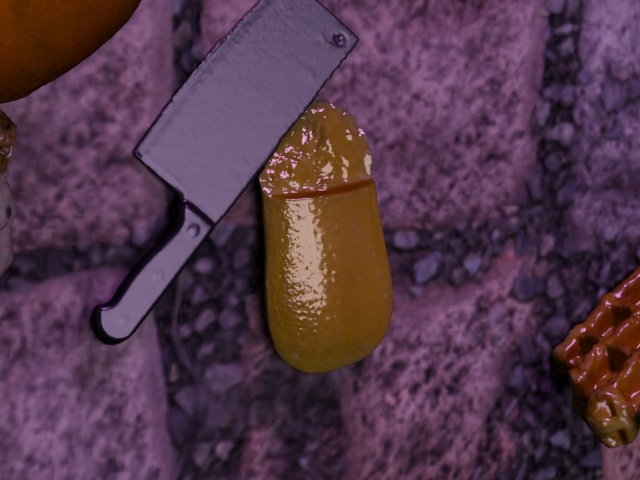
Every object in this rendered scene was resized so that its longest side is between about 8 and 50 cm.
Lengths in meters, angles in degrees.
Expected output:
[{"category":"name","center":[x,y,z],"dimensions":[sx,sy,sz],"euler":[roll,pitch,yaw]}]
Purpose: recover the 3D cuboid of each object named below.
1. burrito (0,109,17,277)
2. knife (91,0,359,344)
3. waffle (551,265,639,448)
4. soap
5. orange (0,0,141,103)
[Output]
[{"category":"burrito","center":[-0.259,0.099,0.788],"dimensions":[0.392,0.076,0.117],"euler":[-61,147,-8]},{"category":"knife","center":[-0.071,-0.050,0.913],"dimensions":[0.072,0.019,0.245],"euler":[40,76,-18]},{"category":"waffle","center":[0.261,0.068,1.054],"dimensions":[0.211,0.160,0.055],"euler":[-37,116,-22]},{"category":"soap","center":[0.000,0.000,0.955],"dimensions":[0.089,0.033,0.168],"euler":[-17,105,-27]},{"category":"orange","center":[-0.181,-0.172,0.725],"dimensions":[0.240,0.171,0.240],"euler":[8,68,-21]}]
